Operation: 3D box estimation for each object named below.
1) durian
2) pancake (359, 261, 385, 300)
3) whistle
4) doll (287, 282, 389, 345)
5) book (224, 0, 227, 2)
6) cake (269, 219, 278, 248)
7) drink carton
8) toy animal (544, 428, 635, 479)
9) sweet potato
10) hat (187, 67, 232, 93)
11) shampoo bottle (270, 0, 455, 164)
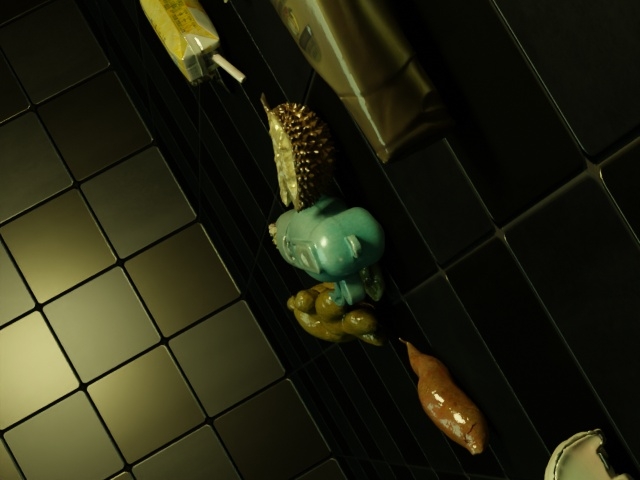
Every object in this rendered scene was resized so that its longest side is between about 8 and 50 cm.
[{"bbox_3d":[-0.021,-0.106,1.419,0.140,0.071,0.110,70,162,-3],"label":"durian"},{"bbox_3d":[0.043,0.014,1.586,0.129,0.023,0.116,56,164,38],"label":"pancake"},{"bbox_3d":[0.000,0.000,1.510,0.186,0.093,0.274,68,165,-10],"label":"whistle"},{"bbox_3d":[0.031,0.087,1.699,0.137,0.097,0.209,22,171,-10],"label":"doll"},{"bbox_3d":[-0.179,-0.424,1.459,0.282,0.025,0.215,54,168,46],"label":"book"},{"bbox_3d":[-0.029,0.005,1.872,0.140,0.055,0.051,42,153,58],"label":"cake"},{"bbox_3d":[-0.180,-0.280,1.754,0.200,0.074,0.084,58,171,22],"label":"drink carton"},{"bbox_3d":[0.219,0.208,1.074,0.071,0.085,0.124,41,172,12],"label":"toy animal"},{"bbox_3d":[0.139,0.176,1.475,0.195,0.056,0.056,59,172,44],"label":"sweet potato"},{"bbox_3d":[-0.178,-0.258,1.879,0.121,0.050,0.121,55,169,17],"label":"hat"},{"bbox_3d":[-0.012,-0.218,0.982,0.350,0.084,0.125,59,173,9],"label":"shampoo bottle"}]
